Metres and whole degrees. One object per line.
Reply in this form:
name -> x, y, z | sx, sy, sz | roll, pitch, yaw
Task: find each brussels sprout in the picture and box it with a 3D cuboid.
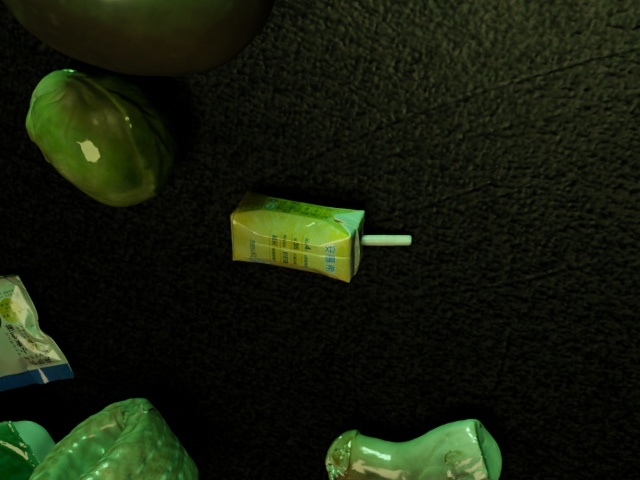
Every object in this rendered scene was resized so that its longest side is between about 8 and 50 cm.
brussels sprout -> -0.244, -0.119, 1.268 | 0.183, 0.131, 0.145 | 43, 169, -13

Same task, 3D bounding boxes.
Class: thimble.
thimble -> -0.280, 0.324, 1.487 | 0.196, 0.229, 0.148 | -15, 113, 47

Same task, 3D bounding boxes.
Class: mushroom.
mushroom -> 0.113, 0.275, 1.408 | 0.223, 0.081, 0.092 | -6, 136, 26

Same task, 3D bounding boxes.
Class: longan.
longan -> -0.169, -0.296, 1.073 | 0.300, 0.243, 0.300 | -3, 102, -14

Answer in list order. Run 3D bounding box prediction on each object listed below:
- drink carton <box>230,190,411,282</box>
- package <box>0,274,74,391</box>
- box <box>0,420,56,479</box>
drink carton -> 0.000, 0.000, 1.285 | 0.199, 0.074, 0.084 | 10, 123, 16
package -> -0.439, 0.132, 1.552 | 0.171, 0.027, 0.173 | -15, 110, 27
box -> -0.490, 0.369, 1.668 | 0.336, 0.106, 0.264 | -15, 114, 26
